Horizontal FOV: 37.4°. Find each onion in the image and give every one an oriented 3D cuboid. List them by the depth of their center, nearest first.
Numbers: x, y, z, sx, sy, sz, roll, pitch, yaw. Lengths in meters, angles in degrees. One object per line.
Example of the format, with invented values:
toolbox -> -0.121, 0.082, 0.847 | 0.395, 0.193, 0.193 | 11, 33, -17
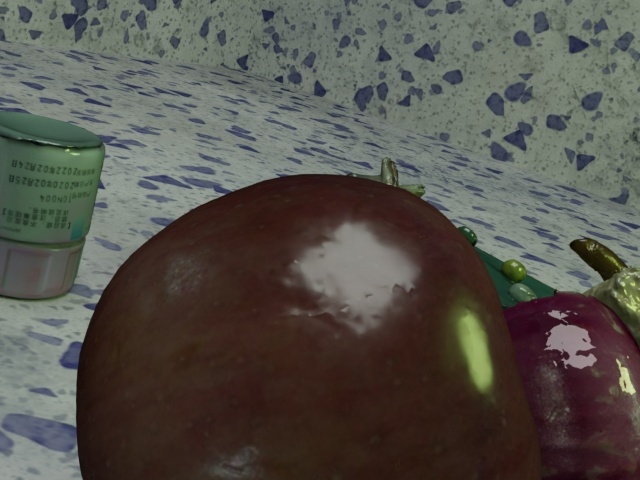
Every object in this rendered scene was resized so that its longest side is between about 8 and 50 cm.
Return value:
onion -> 0.168, 0.150, 0.717 | 0.201, 0.207, 0.200 | 27, 42, -27

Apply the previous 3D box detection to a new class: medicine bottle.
medicine bottle -> -0.302, -0.038, 0.977 | 0.135, 0.168, 0.135 | 15, 14, -4

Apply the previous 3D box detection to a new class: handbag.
handbag -> 0.219, 0.069, 1.146 | 0.274, 0.100, 0.269 | 33, 18, 8

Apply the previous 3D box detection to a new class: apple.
apple -> -0.008, 0.105, 0.557 | 0.235, 0.305, 0.305 | -17, 19, -4

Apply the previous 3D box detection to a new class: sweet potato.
sweet potato -> 0.538, 0.095, 1.467 | 0.346, 0.108, 0.079 | 20, 10, 3

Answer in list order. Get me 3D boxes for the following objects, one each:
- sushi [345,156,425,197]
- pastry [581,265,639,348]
sushi -> 0.011, 0.011, 1.034 | 0.273, 0.134, 0.109 | -17, 40, -13
pastry -> 0.353, 0.140, 0.935 | 0.258, 0.089, 0.121 | 54, 1, 19
